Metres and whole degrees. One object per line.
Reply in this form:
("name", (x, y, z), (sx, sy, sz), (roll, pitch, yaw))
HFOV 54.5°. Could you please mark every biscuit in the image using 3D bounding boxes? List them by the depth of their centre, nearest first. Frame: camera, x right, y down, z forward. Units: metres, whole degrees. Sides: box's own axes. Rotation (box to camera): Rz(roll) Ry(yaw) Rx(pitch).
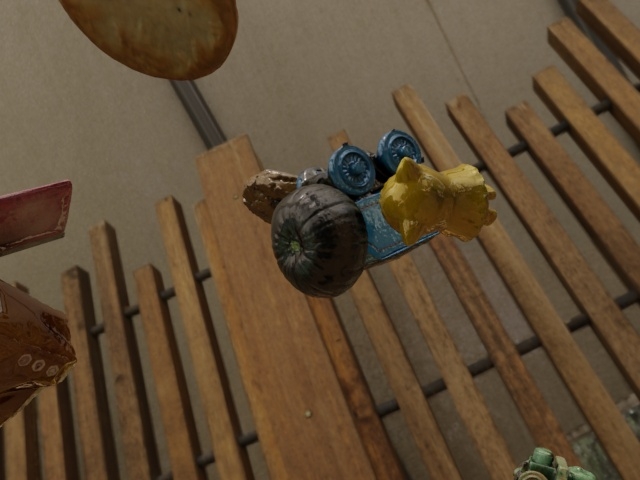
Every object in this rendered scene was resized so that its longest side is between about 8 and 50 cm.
("biscuit", (-0.251, -0.337, 0.952), (0.308, 0.040, 0.205), (8, -38, 21))
("biscuit", (-0.062, -0.072, 1.519), (0.295, 0.075, 0.296), (19, -22, 8))

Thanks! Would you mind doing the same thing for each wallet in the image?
("wallet", (-0.478, -0.019, 0.913), (0.232, 0.025, 0.119), (-25, -30, -48))

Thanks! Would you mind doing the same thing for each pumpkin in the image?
("pumpkin", (0.000, 0.000, 1.088), (0.140, 0.202, 0.202), (-11, -34, -40))

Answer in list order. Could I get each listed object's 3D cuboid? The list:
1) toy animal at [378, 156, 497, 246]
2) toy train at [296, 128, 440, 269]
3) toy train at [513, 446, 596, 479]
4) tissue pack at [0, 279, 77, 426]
("toy animal", (0.220, -0.067, 1.113), (0.229, 0.156, 0.156), (-3, -39, -29))
("toy train", (0.115, -0.081, 1.338), (0.300, 0.265, 0.188), (-23, 1, -35))
("toy train", (0.323, 0.395, 0.872), (0.125, 0.194, 0.081), (12, 1, 16))
("tissue pack", (-0.335, 0.089, 0.484), (0.183, 0.092, 0.226), (-36, -38, 2))
